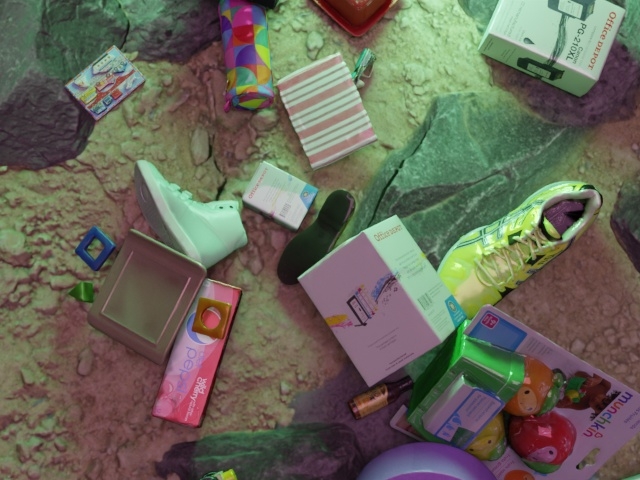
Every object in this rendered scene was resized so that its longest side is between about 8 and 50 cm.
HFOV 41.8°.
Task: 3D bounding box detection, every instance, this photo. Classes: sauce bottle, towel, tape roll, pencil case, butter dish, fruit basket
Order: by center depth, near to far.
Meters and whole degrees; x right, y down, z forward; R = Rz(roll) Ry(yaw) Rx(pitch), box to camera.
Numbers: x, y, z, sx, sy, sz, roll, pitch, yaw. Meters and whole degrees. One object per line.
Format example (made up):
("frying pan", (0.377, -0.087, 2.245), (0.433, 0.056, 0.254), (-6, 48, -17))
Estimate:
("tape roll", (0.183, 0.487, 1.441), (0.274, 0.090, 0.275), (2, 111, 6))
("fruit basket", (0.344, 0.313, 1.459), (0.353, 0.165, 0.327), (34, 122, 1))
("sauce bottle", (0.114, 0.289, 1.561), (0.128, 0.042, 0.042), (-26, 83, -10))
("pencil case", (-0.147, -0.369, 1.630), (0.104, 0.104, 0.237), (-3, 79, -5))
("towel", (0.013, -0.252, 1.640), (0.144, 0.029, 0.197), (-24, 85, 9))
("butter dish", (0.074, -0.517, 1.661), (0.160, 0.118, 0.160), (44, 81, 4))

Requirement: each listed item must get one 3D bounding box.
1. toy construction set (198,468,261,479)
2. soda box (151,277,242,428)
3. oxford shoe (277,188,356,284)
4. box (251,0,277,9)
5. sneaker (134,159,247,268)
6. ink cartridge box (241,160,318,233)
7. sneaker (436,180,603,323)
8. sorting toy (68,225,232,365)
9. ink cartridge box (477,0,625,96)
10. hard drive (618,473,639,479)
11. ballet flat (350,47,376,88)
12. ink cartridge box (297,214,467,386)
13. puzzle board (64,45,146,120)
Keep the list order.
("toy construction set", (-0.196, 0.525, 1.451), (0.327, 0.151, 0.215), (-22, 82, -19))
("soda box", (-0.223, 0.203, 1.530), (0.092, 0.083, 0.263), (17, 79, -1))
("oxford shoe", (0.000, 0.000, 1.593), (0.076, 0.076, 0.212), (41, 96, 12))
("box", (-0.125, -0.589, 1.620), (0.184, 0.103, 0.261), (22, 54, -3))
("sneaker", (-0.242, -0.062, 1.583), (0.151, 0.094, 0.256), (-24, 68, -30))
("ink cartridge box", (-0.079, -0.083, 1.606), (0.122, 0.052, 0.089), (28, 79, 0))
("sneaker", (0.364, 0.007, 1.576), (0.384, 0.147, 0.145), (-41, 87, -8))
("sorting toy", (-0.307, 0.102, 1.510), (0.347, 0.047, 0.196), (25, 91, 22))
("ink cartridge box", (0.463, -0.420, 1.681), (0.237, 0.100, 0.172), (24, 80, 0))
("hard drive", (0.609, 0.592, 1.524), (0.210, 0.040, 0.319), (-19, 82, 6))
("ballet flat", (0.077, -0.328, 1.670), (0.041, 0.041, 0.114), (32, 80, 2))
("ink cartridge box", (0.112, 0.103, 1.499), (0.168, 0.171, 0.233), (-37, 83, 27))
("puzzle board", (-0.421, -0.309, 1.642), (0.128, 0.011, 0.096), (-43, 86, -10))
